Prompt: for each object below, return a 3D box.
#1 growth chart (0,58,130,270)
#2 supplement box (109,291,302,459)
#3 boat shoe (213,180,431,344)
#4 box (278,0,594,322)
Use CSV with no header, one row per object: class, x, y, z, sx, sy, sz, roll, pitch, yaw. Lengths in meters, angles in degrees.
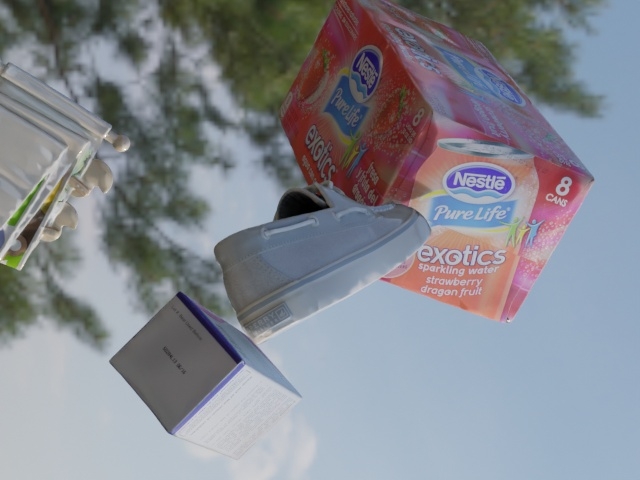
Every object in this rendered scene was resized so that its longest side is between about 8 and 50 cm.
growth chart,-0.300,-0.048,1.277,0.237,0.172,0.021,-45,-154,8
supplement box,-0.121,0.154,1.571,0.111,0.114,0.220,46,2,23
boat shoe,0.000,0.000,0.749,0.066,0.184,0.063,-29,-90,34
box,0.083,-0.080,1.174,0.142,0.154,0.300,-61,-157,20
